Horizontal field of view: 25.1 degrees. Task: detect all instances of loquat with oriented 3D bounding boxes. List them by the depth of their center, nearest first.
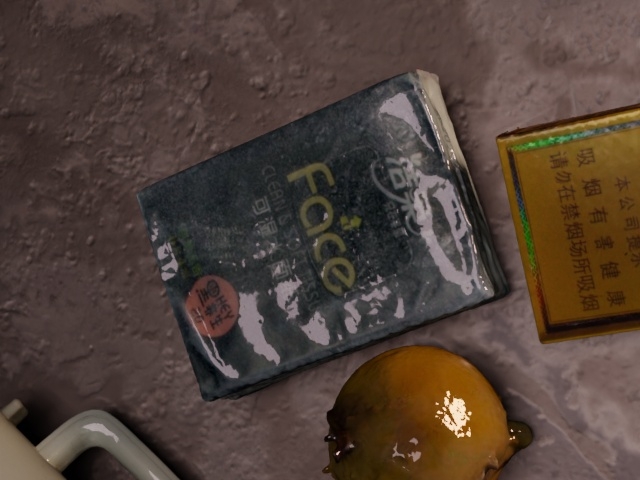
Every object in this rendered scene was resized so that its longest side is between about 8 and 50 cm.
[{"bbox_3d":[0.098,0.182,1.321,0.204,0.149,0.172,2,64,-11],"label":"loquat"}]

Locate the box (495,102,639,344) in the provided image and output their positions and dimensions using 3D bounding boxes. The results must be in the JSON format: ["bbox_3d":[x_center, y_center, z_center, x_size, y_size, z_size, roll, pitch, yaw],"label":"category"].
[{"bbox_3d":[0.321,-0.031,1.244,0.301,0.084,0.193,-10,98,24],"label":"box"}]

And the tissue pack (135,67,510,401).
[{"bbox_3d":[0.000,0.000,1.384,0.315,0.103,0.228,-22,82,20],"label":"tissue pack"}]

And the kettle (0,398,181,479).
[{"bbox_3d":[-0.284,0.320,1.454,0.318,0.265,0.205,40,133,18],"label":"kettle"}]
